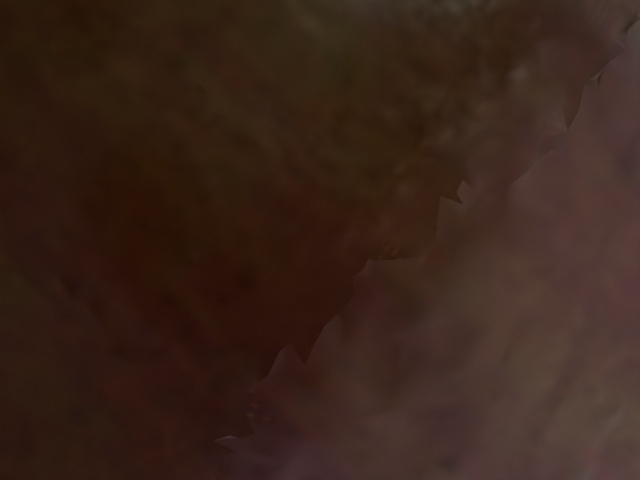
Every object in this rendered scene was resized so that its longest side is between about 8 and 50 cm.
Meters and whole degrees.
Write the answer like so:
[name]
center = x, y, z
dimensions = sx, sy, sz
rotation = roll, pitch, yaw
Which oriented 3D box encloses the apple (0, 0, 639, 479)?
[apple]
center = 0.000, 0.000, 0.445
dimensions = 0.254, 0.346, 0.179
rotation = -51, -172, 21
